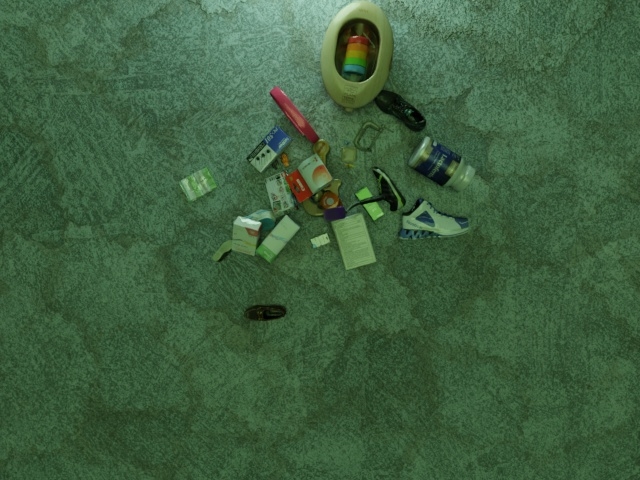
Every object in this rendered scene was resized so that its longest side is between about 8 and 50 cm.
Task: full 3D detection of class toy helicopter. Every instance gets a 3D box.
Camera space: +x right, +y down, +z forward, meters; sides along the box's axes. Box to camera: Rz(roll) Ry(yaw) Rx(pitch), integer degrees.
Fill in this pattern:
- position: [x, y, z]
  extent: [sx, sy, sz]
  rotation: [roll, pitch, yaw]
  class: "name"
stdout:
- position: [-0.018, -0.285, 1.861]
  extent: [0.235, 0.140, 0.355]
  rotation: [1, 86, 10]
  class: "toy helicopter"

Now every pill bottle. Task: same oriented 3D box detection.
- position: [0.539, -0.333, 1.809]
  extent: [0.264, 0.153, 0.153]
  rotation: [30, 96, -2]
  class: "pill bottle"

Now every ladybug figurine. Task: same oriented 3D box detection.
- position: [0.153, -0.780, 1.761]
  extent: [0.305, 0.162, 0.449]
  rotation: [12, 96, -1]
  class: "ladybug figurine"

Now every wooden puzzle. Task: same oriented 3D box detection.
- position: [0.130, -0.396, 1.878]
  extent: [0.078, 0.014, 0.116]
  rotation: [8, 106, -3]
  class: "wooden puzzle"

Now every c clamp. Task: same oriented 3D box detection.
- position: [0.236, -0.473, 1.864]
  extent: [0.137, 0.022, 0.161]
  rotation: [36, 97, -2]
  class: "c clamp"

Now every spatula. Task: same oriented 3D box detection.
- position: [0.157, -0.151, 1.776]
  extent: [0.296, 0.084, 0.030]
  rotation: [-21, 53, -5]
  class: "spatula"

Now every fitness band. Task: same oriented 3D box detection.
- position: [-0.113, -0.540, 1.771]
  extent: [0.054, 0.209, 0.291]
  rotation: [-40, 94, 7]
  class: "fitness band"

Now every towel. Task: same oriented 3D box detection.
- position: [-0.575, -0.261, 1.908]
  extent: [0.152, 0.023, 0.113]
  rotation: [-28, 96, 4]
  class: "towel"

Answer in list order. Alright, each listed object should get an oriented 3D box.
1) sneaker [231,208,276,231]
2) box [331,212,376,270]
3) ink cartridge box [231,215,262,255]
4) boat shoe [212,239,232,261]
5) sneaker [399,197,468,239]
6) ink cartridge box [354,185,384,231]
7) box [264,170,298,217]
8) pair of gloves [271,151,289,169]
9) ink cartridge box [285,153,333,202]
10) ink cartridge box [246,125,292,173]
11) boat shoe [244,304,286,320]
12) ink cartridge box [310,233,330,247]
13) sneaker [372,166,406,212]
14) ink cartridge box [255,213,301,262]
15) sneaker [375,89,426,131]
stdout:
- position: [-0.305, -0.089, 1.894]
  extent: [0.228, 0.092, 0.087]
  rotation: [-8, 129, 21]
  class: "sneaker"
- position: [0.152, 0.007, 1.853]
  extent: [0.148, 0.127, 0.232]
  rotation: [-16, 86, 4]
  class: "box"
- position: [-0.340, -0.004, 1.865]
  extent: [0.115, 0.067, 0.198]
  rotation: [16, 130, 2]
  class: "ink cartridge box"
- position: [-0.455, 0.049, 1.934]
  extent: [0.133, 0.042, 0.049]
  rotation: [-46, 69, 5]
  class: "boat shoe"
- position: [0.510, -0.107, 1.849]
  extent: [0.315, 0.127, 0.182]
  rotation: [-6, 99, 4]
  class: "sneaker"
- position: [0.238, -0.147, 1.859]
  extent: [0.062, 0.109, 0.209]
  rotation: [-35, 95, 6]
  class: "ink cartridge box"
- position: [-0.179, -0.212, 1.842]
  extent: [0.114, 0.036, 0.207]
  rotation: [-20, 61, 4]
  class: "box"
- position: [-0.191, -0.371, 1.893]
  extent: [0.083, 0.010, 0.074]
  rotation: [-14, 96, 4]
  class: "pair of gloves"
- position: [-0.054, -0.274, 1.778]
  extent: [0.179, 0.045, 0.145]
  rotation: [-32, 77, 2]
  class: "ink cartridge box"
- position: [-0.234, -0.416, 1.865]
  extent: [0.097, 0.046, 0.207]
  rotation: [44, 96, 4]
  class: "ink cartridge box"
- position: [-0.269, 0.349, 1.948]
  extent: [0.207, 0.073, 0.073]
  rotation: [-8, 97, 4]
  class: "boat shoe"
- position: [0.000, 0.000, 1.922]
  extent: [0.083, 0.028, 0.048]
  rotation: [-21, 96, 4]
  class: "ink cartridge box"
- position: [0.296, -0.228, 1.861]
  extent: [0.097, 0.084, 0.235]
  rotation: [-37, 95, 6]
  class: "sneaker"
- position: [-0.188, -0.015, 1.861]
  extent: [0.093, 0.154, 0.212]
  rotation: [39, 96, -5]
  class: "ink cartridge box"
- position: [0.363, -0.589, 1.808]
  extent: [0.267, 0.106, 0.101]
  rotation: [32, 98, -1]
  class: "sneaker"
